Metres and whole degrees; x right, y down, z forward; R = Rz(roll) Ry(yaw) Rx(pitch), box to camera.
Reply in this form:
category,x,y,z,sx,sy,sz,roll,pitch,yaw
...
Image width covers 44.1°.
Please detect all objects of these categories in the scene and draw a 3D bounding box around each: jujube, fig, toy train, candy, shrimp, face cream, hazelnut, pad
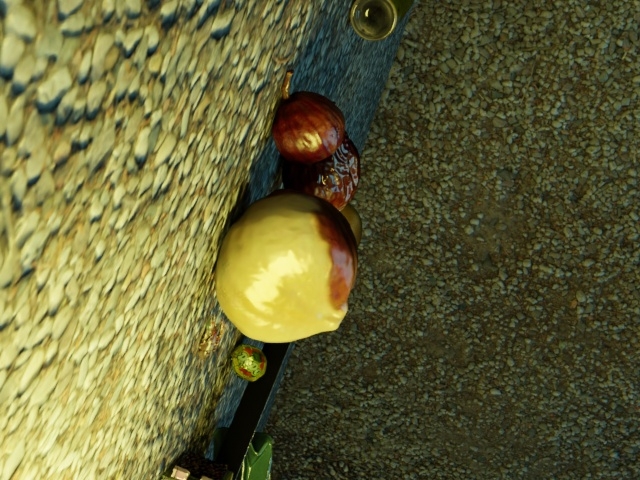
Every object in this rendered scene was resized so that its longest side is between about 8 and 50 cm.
category,x,y,z,sx,sy,sz,roll,pitch,yaw
jujube,-0.001,-0.160,1.558,0.236,0.168,0.168,85,22,-45
fig,-0.027,-0.188,1.286,0.150,0.128,0.128,30,80,-59
toy train,-0.270,0.555,1.647,0.261,0.134,0.177,46,65,-86
candy,-0.190,0.301,1.982,0.083,0.091,0.305,-34,180,-11
shrimp,-0.193,0.171,1.415,0.029,0.038,0.092,43,-60,48
face cream,0.153,-0.549,1.814,0.349,0.105,0.105,-61,171,-59
hazelnut,-0.049,0.045,1.278,0.261,0.241,0.261,-43,-177,3
pad,-0.162,0.388,1.884,0.368,0.007,0.247,-67,-166,-14

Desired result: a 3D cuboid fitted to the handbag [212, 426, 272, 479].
category,x,y,z,sx,sy,sz,roll,pitch,yaw
handbag,-0.206,0.594,1.991,0.326,0.089,0.239,151,-52,-67

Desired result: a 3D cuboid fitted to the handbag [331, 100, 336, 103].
category,x,y,z,sx,sy,sz,roll,pitch,yaw
handbag,0.001,-0.257,1.699,0.111,0.047,0.072,101,12,-56

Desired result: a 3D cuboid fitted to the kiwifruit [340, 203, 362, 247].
category,x,y,z,sx,sy,sz,roll,pitch,yaw
kiwifruit,0.000,0.000,1.994,0.196,0.196,0.234,94,22,-76
